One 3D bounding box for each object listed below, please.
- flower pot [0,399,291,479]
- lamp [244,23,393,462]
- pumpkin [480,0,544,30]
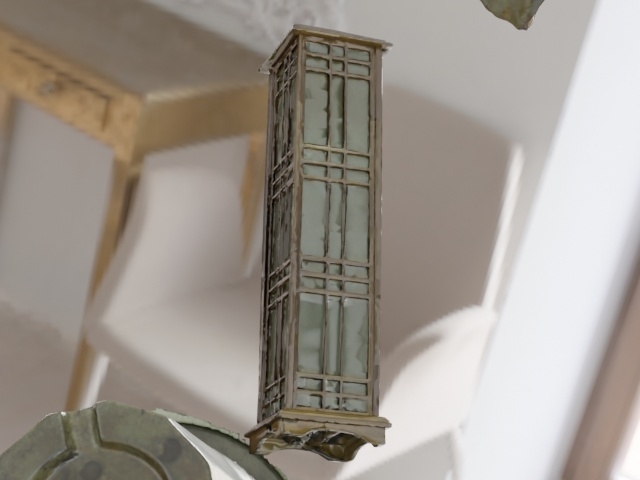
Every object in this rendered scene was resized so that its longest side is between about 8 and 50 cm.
[{"bbox_3d":[-0.157,0.250,1.226,0.290,0.290,0.259,21,-18,16],"label":"flower pot"},{"bbox_3d":[0.000,0.000,1.154,0.090,0.325,0.089,7,-20,-18],"label":"lamp"},{"bbox_3d":[0.099,-0.214,0.620,0.131,0.248,0.126,32,-3,-1],"label":"pumpkin"}]
